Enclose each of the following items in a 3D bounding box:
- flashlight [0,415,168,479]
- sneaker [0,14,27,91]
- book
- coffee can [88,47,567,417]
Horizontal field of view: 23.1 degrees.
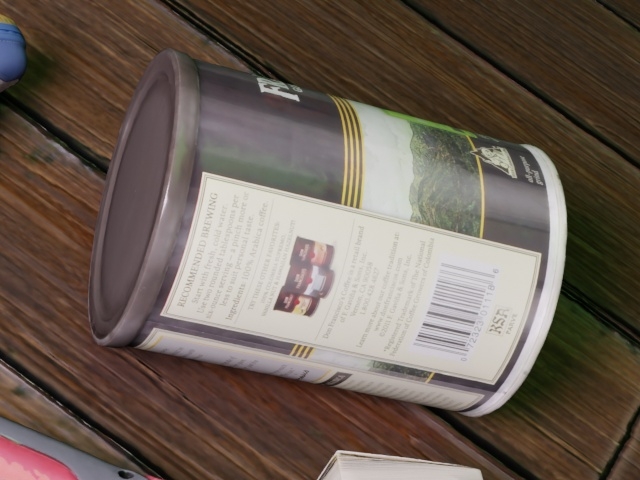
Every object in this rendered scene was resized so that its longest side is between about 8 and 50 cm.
[{"bbox_3d":[-0.172,0.156,0.919,0.304,0.103,0.103,23,74,-6],"label":"flashlight"},{"bbox_3d":[-0.301,-0.057,1.057,0.296,0.112,0.131,-34,89,-42],"label":"sneaker"},{"bbox_3d":[0.029,0.185,0.965,0.096,0.144,0.035,7,48,-24],"label":"book"},{"bbox_3d":[0.000,0.000,1.078,0.275,0.201,0.201,13,46,-19],"label":"coffee can"}]
